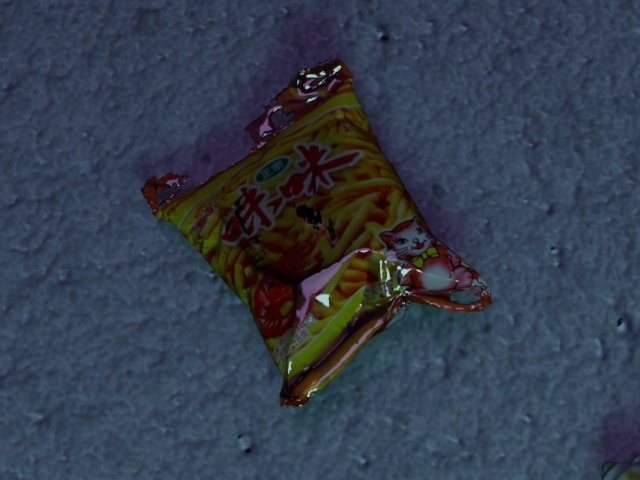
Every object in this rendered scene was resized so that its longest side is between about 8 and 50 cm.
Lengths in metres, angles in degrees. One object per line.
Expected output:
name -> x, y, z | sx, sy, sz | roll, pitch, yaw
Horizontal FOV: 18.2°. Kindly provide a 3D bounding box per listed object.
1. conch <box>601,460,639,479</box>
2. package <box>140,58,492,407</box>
conch -> 0.361, 0.306, 1.577 | 0.249, 0.197, 0.368 | -27, 77, -15
package -> -0.006, 0.003, 1.782 | 0.223, 0.108, 0.288 | -31, 62, -1
